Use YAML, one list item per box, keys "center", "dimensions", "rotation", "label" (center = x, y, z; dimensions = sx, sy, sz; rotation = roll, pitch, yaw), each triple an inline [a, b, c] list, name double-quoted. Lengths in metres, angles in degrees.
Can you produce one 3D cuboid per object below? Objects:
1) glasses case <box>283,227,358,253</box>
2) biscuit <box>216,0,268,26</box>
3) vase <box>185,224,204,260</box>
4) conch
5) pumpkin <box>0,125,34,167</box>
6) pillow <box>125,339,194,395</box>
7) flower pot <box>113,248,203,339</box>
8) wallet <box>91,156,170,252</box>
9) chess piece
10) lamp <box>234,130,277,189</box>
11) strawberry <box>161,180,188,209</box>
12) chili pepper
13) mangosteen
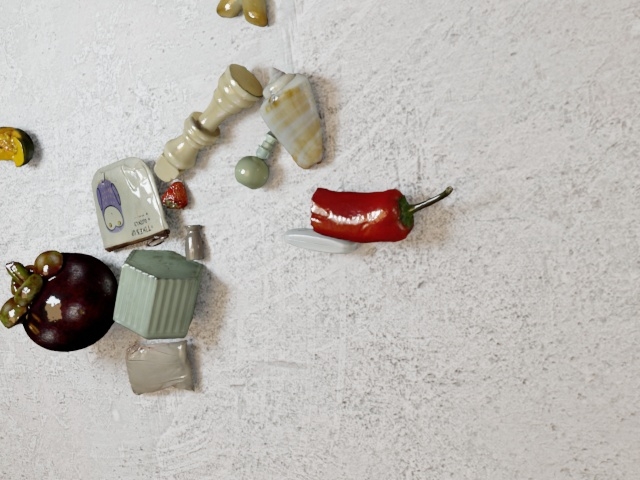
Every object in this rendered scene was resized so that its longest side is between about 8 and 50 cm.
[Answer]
- center: [0.000, 0.000, 1.483]
  dimensions: [0.197, 0.076, 0.049]
  rotation: [10, 105, 25]
  label: "glasses case"
- center: [-0.181, -0.659, 1.477]
  dimensions: [0.164, 0.047, 0.207]
  rotation: [21, 107, 21]
  label: "biscuit"
- center: [-0.363, 0.005, 1.677]
  dimensions: [0.053, 0.053, 0.100]
  rotation: [-1, 95, 26]
  label: "vase"
- center: [-0.074, -0.302, 1.439]
  dimensions: [0.158, 0.127, 0.255]
  rotation: [-24, 88, 27]
  label: "conch"
- center: [-1.005, -0.311, 1.910]
  dimensions: [0.184, 0.107, 0.119]
  rotation: [17, 113, 15]
  label: "pumpkin"
- center: [-0.492, 0.396, 1.799]
  dimensions: [0.270, 0.067, 0.173]
  rotation: [-10, 99, 28]
  label: "pillow"
- center: [-0.457, 0.147, 1.658]
  dimensions: [0.239, 0.209, 0.189]
  rotation: [24, 108, 22]
  label: "flower pot"
- center: [-0.577, -0.100, 1.737]
  dimensions: [0.335, 0.068, 0.274]
  rotation: [-11, 89, 38]
  label: "wallet"
- center: [-0.319, -0.295, 1.571]
  dimensions: [0.397, 0.117, 0.117]
  rotation: [-40, 80, 27]
  label: "chess piece"
- center: [-0.158, -0.214, 1.527]
  dimensions: [0.091, 0.091, 0.163]
  rotation: [33, 97, 18]
  label: "lamp"
- center: [-0.412, -0.128, 1.678]
  dimensions: [0.073, 0.073, 0.083]
  rotation: [0, 62, 26]
  label: "strawberry"
- center: [0.148, -0.055, 1.367]
  dimensions: [0.338, 0.134, 0.131]
  rotation: [4, 83, 25]
  label: "chili pepper"
- center: [-0.779, 0.171, 1.751]
  dimensions: [0.307, 0.347, 0.306]
  rotation: [-27, 48, 33]
  label: "mangosteen"
